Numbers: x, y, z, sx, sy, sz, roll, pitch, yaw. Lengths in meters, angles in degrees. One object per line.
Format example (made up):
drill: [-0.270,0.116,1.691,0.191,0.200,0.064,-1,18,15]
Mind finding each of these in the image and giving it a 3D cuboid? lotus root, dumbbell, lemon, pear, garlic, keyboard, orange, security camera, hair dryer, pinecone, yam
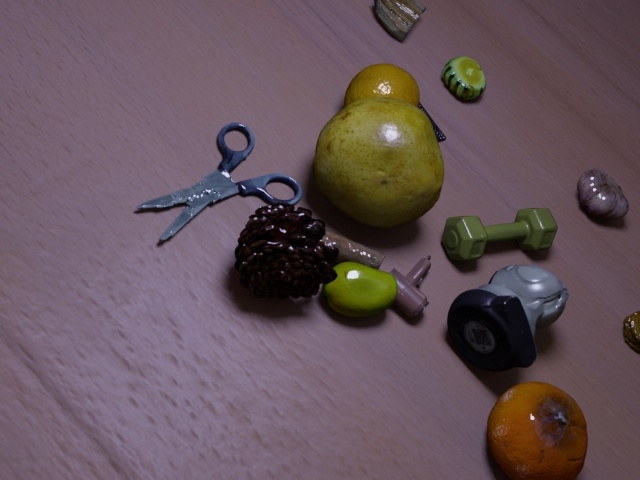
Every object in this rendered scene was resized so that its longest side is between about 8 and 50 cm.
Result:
lotus root: [0.220,-0.663,2.299,0.144,0.070,0.143,42,58,1]
dumbbell: [0.445,-0.018,1.954,0.302,0.121,0.108,-8,33,-27]
lemon: [0.158,-0.358,2.001,0.187,0.187,0.244,43,41,7]
pear: [0.128,-0.183,1.814,0.304,0.304,0.303,11,56,-17]
garlic: [0.769,-0.124,2.169,0.159,0.102,0.147,41,38,-9]
keyboard: [0.266,-0.349,2.149,0.061,0.013,0.204,-22,70,-32]
orange: [0.460,0.406,1.648,0.224,0.170,0.224,10,56,-15]
security camera: [0.435,0.153,1.787,0.277,0.191,0.197,-32,106,-36]
hair dryer: [0.219,0.091,1.820,0.117,0.064,0.182,41,47,6]
pinecone: [-0.077,0.015,1.647,0.222,0.221,0.221,11,56,-17]
yam: [0.000,0.000,1.776,0.300,0.066,0.066,24,53,-7]

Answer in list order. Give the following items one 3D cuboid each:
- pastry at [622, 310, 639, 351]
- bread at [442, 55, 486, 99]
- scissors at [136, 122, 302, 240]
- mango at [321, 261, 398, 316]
pastry: [0.812,0.229,1.985,0.109,0.057,0.097,34,54,2]
bread: [0.411,-0.462,2.249,0.130,0.071,0.139,-18,66,-35]
scissors: [-0.235,-0.115,1.771,0.256,0.029,0.383,47,51,9]
mango: [0.084,0.110,1.715,0.163,0.089,0.117,16,76,1]
